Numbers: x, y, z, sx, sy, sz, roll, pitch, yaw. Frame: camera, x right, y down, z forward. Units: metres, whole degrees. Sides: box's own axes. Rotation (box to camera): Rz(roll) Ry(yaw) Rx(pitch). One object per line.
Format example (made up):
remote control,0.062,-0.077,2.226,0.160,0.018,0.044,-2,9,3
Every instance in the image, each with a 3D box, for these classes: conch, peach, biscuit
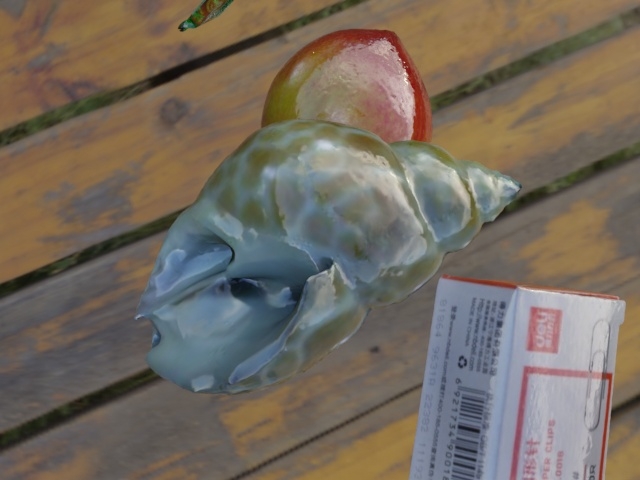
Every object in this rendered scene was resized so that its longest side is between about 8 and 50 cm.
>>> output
conch,-0.011,0.005,0.754,0.106,0.116,0.173,37,85,-37
peach,0.033,-0.130,1.652,0.197,0.197,0.197,2,85,-21
biscuit,-0.086,-0.212,1.357,0.016,0.089,0.046,51,46,2

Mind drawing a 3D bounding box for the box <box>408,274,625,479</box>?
box,0.153,0.122,1.201,0.133,0.099,0.182,10,88,-42
